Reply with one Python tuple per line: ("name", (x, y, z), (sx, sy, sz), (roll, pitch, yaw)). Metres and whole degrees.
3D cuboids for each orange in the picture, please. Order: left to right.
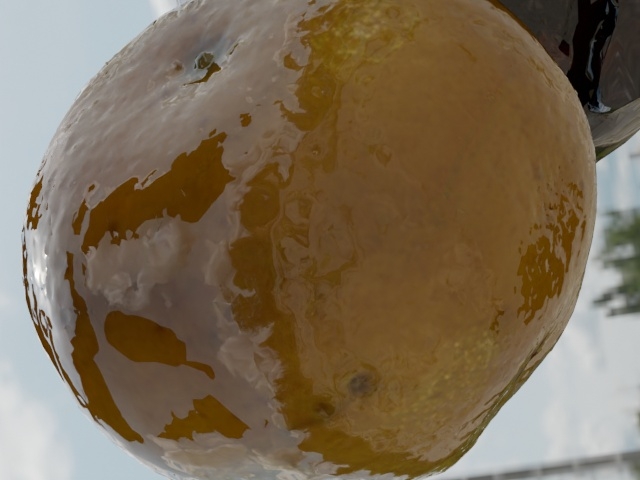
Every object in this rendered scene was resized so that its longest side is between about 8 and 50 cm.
("orange", (0.000, 0.000, 0.464), (0.136, 0.159, 0.159), (54, -153, -34))

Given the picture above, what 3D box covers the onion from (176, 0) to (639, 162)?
("onion", (0.053, -0.144, 0.719), (0.221, 0.281, 0.281), (36, 153, 48))
